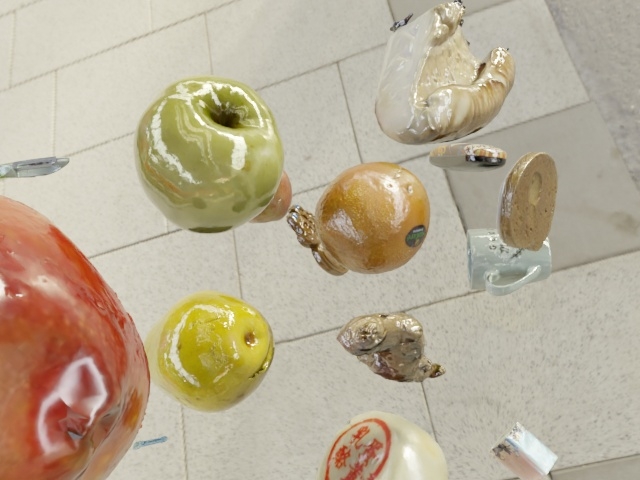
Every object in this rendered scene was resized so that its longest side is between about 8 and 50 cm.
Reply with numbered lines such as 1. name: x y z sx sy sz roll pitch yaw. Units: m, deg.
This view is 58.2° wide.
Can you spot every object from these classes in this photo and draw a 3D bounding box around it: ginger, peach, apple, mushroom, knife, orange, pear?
1. ginger: 0.109 0.165 0.881 0.122 0.290 0.084 4 67 25
2. peach: -0.304 0.103 0.436 0.372 0.373 0.290 25 56 25
3. apple: -0.189 -0.140 0.966 0.262 0.262 0.263 -6 66 15
4. mushroom: 0.298 -0.334 1.376 0.224 0.313 0.397 -24 41 47
5. knife: -0.388 -0.083 0.697 0.184 0.026 0.022 -7 73 4
6. apple: -0.175 -0.138 1.718 0.188 0.188 0.174 -7 95 15
7. orange: 0.094 -0.041 1.001 0.206 0.206 0.206 -6 66 15
8. pear: -0.271 0.258 1.363 0.336 0.285 0.285 6 68 43
9. knife: -0.429 0.507 1.448 0.096 0.010 0.027 -15 27 10

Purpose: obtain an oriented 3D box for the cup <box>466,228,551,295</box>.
1. cup: 0.562 0.076 1.718 0.233 0.186 0.258 -2 34 12

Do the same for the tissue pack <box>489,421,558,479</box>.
1. tissue pack: 0.376 0.396 1.066 0.094 0.074 0.058 41 52 17

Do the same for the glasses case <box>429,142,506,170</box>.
1. glasses case: 0.425 -0.243 1.687 0.122 0.321 0.082 6 96 -14

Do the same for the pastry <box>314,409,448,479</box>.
1. pastry: 0.100 0.431 1.031 0.264 0.133 0.265 -38 26 22

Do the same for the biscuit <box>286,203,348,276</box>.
1. biscuit: 0.000 0.000 1.141 0.026 0.175 0.124 -35 24 23

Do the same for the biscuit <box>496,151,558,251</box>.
1. biscuit: 0.370 -0.071 1.041 0.049 0.208 0.181 14 98 42
